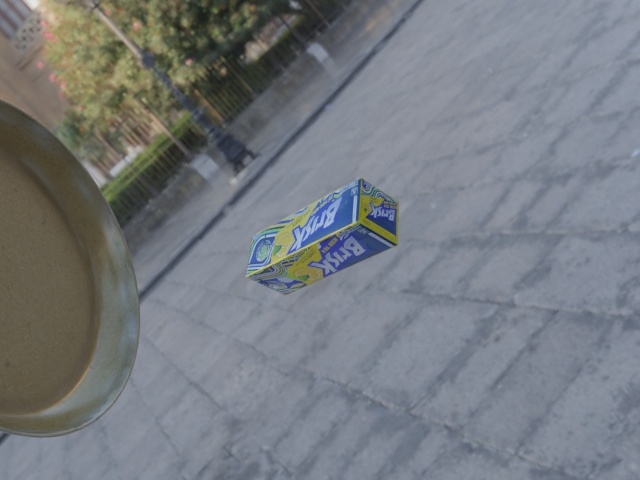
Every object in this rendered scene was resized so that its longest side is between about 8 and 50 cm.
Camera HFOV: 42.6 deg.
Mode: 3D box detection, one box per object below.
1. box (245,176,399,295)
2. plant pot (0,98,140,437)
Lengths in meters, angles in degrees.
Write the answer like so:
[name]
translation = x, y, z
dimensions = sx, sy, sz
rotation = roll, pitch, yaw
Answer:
[box]
translation = 0.000, 0.000, 0.839
dimensions = 0.169, 0.059, 0.054
rotation = -27, 47, 40
[plant pot]
translation = -0.205, 0.015, 0.535
dimensions = 0.032, 0.236, 0.236
rotation = -22, 19, 22
